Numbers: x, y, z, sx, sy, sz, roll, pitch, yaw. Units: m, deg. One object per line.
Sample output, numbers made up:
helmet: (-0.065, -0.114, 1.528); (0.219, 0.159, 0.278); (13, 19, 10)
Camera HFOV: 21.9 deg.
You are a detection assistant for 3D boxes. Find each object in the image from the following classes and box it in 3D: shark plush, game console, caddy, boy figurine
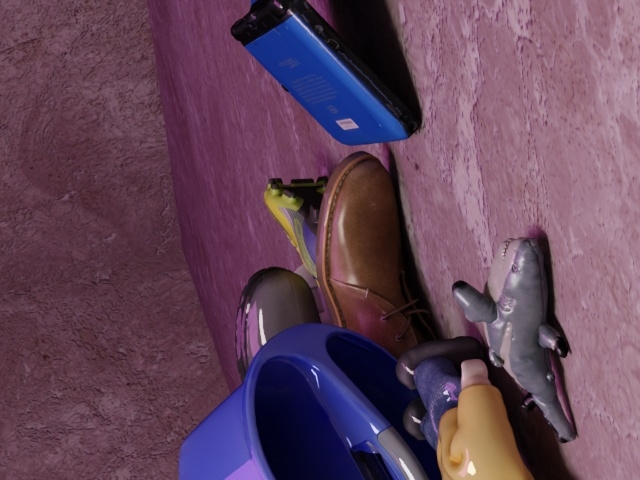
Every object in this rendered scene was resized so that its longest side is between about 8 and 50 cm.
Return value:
shark plush: (0.152, 0.076, 1.218); (0.067, 0.073, 0.161); (-5, 96, 50)
game console: (0.021, -0.235, 1.566); (0.250, 0.173, 0.293); (45, 175, -9)
caddy: (0.034, 0.242, 1.502); (0.179, 0.241, 0.341); (-38, 78, 40)
boy figurine: (0.139, 0.181, 1.331); (0.285, 0.092, 0.177); (-124, 22, -61)

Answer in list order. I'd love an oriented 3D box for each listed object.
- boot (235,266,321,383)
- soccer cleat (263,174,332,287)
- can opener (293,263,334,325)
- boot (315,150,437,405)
boot: (0.033, 0.194, 1.797); (0.223, 0.118, 0.338); (5, 112, 48)
soccer cleat: (-0.001, 0.000, 1.821); (0.289, 0.093, 0.121); (-136, 42, -69)
can opener: (0.038, 0.146, 1.891); (0.095, 0.076, 0.283); (113, 141, -75)
boot: (0.070, 0.061, 1.620); (0.115, 0.112, 0.305); (16, 120, 43)
